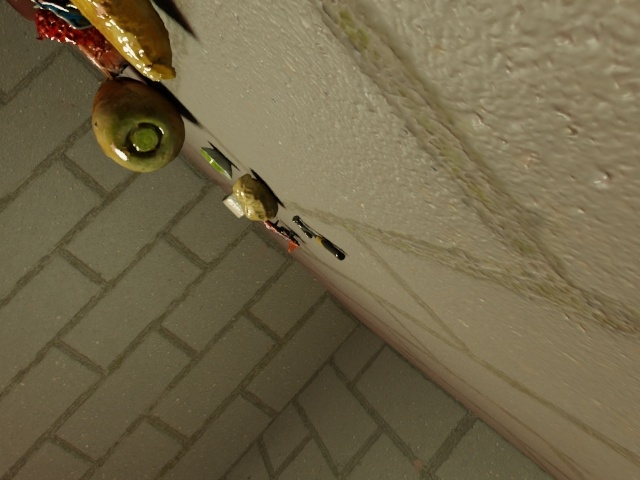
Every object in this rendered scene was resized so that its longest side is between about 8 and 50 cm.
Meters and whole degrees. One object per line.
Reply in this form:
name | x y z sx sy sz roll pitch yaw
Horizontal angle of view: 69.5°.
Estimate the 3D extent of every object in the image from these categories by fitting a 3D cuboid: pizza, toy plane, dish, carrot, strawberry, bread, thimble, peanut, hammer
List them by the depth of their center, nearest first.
pizza | -0.301 -0.345 0.530 0.288 0.075 0.280 42 170 30
strawberry | -0.557 -0.479 1.034 0.145 0.086 0.145 6 -166 -2
hammer | 0.000 0.000 1.183 0.201 0.021 0.078 38 172 45
bread | -0.577 -0.499 1.205 0.160 0.073 0.160 46 174 7
peanut | -0.176 -0.111 1.233 0.083 0.093 0.194 56 -177 29
carrot | -0.504 -0.322 1.263 0.224 0.224 0.341 48 177 -38
dish | -0.305 -0.241 1.404 0.137 0.039 0.091 40 168 19
thimble | -0.293 -0.146 1.675 0.090 0.102 0.115 45 166 -16
toy plane | -0.143 -0.033 1.707 0.189 0.061 0.130 48 174 -6

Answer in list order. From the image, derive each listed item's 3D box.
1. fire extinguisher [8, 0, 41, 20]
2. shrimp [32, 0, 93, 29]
fire extinguisher | -0.627 -0.542 0.963 0.114 0.135 0.337 0 -170 -20
shrimp | -0.565 -0.464 0.738 0.446 0.110 0.221 27 147 -2
